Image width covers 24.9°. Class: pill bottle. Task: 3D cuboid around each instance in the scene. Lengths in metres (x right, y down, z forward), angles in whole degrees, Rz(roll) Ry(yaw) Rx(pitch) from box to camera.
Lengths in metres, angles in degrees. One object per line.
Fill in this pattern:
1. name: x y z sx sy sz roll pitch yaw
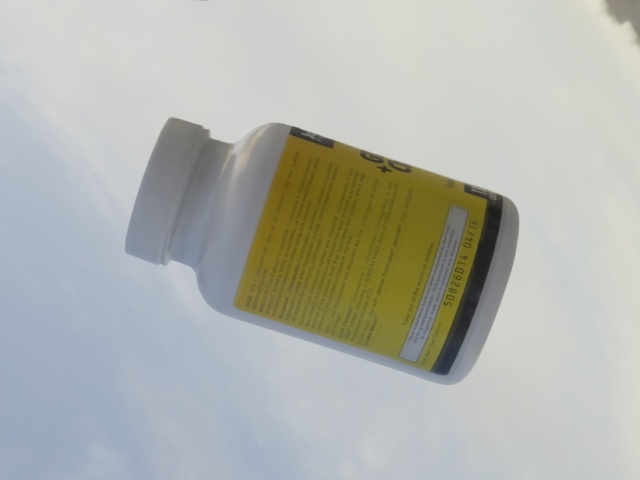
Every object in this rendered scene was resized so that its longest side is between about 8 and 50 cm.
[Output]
1. pill bottle: 0.000 0.000 0.736 0.184 0.103 0.103 18 -152 -1
